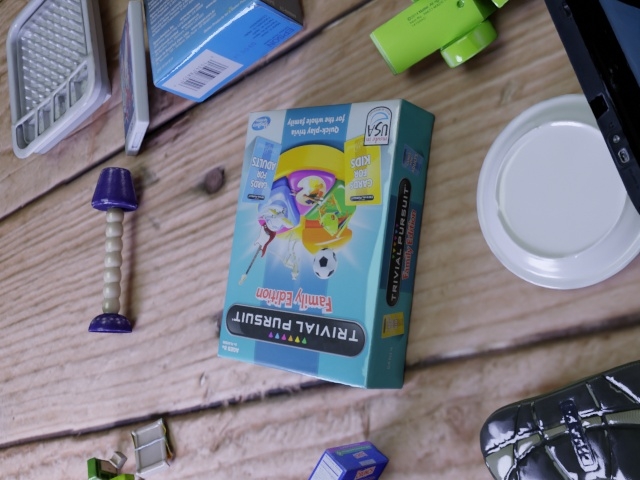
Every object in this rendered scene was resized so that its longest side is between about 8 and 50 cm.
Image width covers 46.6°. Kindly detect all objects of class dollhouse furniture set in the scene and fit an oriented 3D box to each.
[{"bbox_3d":[-0.287,0.344,1.165,0.151,0.058,0.076,-25,57,13],"label":"dollhouse furniture set"}]

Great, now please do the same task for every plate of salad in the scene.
[{"bbox_3d":[0.253,-0.050,0.764,0.199,0.048,0.200,-5,83,43],"label":"plate of salad"}]

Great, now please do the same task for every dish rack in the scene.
[{"bbox_3d":[-0.504,-0.344,1.443,0.285,0.072,0.333,-28,65,34],"label":"dish rack"}]

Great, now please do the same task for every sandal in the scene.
[{"bbox_3d":[0.279,0.173,0.686,0.302,0.086,0.120,-24,72,51],"label":"sandal"}]

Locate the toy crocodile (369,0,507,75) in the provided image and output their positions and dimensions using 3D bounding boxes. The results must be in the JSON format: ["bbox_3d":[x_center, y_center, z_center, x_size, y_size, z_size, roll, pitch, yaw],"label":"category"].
[{"bbox_3d":[0.197,-0.297,0.825,0.340,0.105,0.115,-33,98,37],"label":"toy crocodile"}]

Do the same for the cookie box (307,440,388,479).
[{"bbox_3d":[0.020,0.293,0.870,0.040,0.091,0.107,37,105,35],"label":"cookie box"}]

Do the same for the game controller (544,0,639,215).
[{"bbox_3d":[0.295,-0.137,0.668,0.067,0.166,0.319,-44,55,53],"label":"game controller"}]

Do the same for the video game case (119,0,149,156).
[{"bbox_3d":[-0.310,-0.261,1.227,0.183,0.023,0.202,152,114,-67],"label":"video game case"}]

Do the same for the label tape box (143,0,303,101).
[{"bbox_3d":[-0.168,-0.423,1.150,0.240,0.105,0.334,-26,66,35],"label":"label tape box"}]

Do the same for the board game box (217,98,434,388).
[{"bbox_3d":[0.000,0.000,0.948,0.253,0.079,0.336,3,84,41],"label":"board game box"}]

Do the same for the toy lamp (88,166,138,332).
[{"bbox_3d":[-0.347,0.015,1.239,0.080,0.080,0.275,-9,75,39],"label":"toy lamp"}]
